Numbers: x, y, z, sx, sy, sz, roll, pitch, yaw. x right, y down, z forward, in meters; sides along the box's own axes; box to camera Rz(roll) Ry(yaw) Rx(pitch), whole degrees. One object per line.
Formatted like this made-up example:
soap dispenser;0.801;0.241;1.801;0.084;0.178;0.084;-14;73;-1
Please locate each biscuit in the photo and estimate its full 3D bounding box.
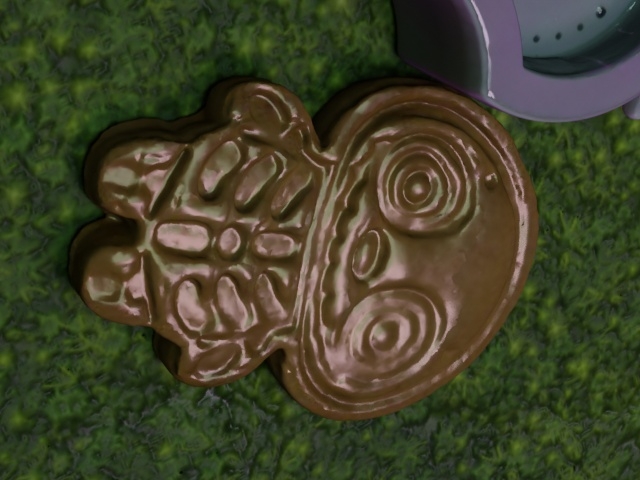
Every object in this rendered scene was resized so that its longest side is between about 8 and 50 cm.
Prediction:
biscuit;0.001;0.000;1.046;0.288;0.044;0.202;10;102;-34

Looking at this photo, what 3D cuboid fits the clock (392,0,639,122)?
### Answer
clock;0.151;-0.236;1.014;0.338;0.102;0.338;-11;113;-27
